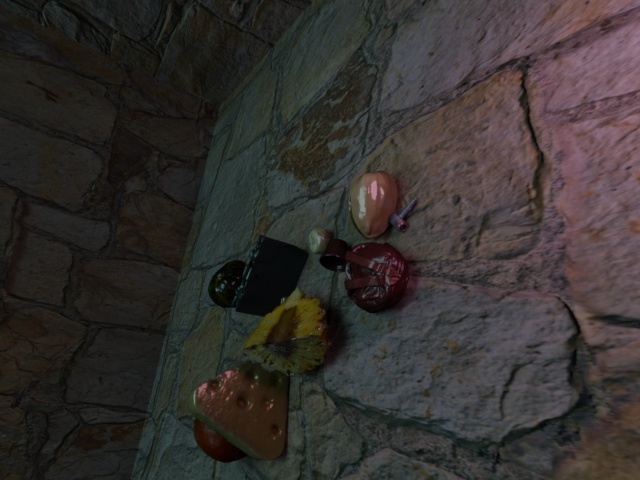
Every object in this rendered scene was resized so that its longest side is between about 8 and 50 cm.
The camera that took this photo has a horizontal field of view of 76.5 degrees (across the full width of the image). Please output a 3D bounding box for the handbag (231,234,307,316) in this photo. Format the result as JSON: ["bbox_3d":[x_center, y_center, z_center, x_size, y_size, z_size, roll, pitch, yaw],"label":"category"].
[{"bbox_3d":[-0.207,0.156,1.664,0.089,0.239,0.326,32,102,53],"label":"handbag"}]

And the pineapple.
[{"bbox_3d":[-0.064,0.326,1.463,0.344,0.209,0.286,-18,28,26],"label":"pineapple"}]

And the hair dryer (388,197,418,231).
[{"bbox_3d":[0.265,-0.085,1.251,0.114,0.037,0.063,-52,38,17],"label":"hair dryer"}]

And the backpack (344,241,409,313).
[{"bbox_3d":[0.167,0.105,1.198,0.229,0.139,0.229,-33,49,47],"label":"backpack"}]

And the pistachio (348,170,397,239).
[{"bbox_3d":[0.168,-0.117,1.323,0.157,0.157,0.229,0,80,57],"label":"pistachio"}]

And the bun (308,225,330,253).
[{"bbox_3d":[0.000,0.000,1.580,0.115,0.069,0.115,178,90,-69],"label":"bun"}]

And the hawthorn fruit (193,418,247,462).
[{"bbox_3d":[-0.369,0.721,1.601,0.284,0.284,0.284,-32,49,46],"label":"hawthorn fruit"}]

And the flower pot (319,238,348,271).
[{"bbox_3d":[0.058,0.047,1.450,0.111,0.111,0.089,-29,36,48],"label":"flower pot"}]

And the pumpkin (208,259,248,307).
[{"bbox_3d":[-0.443,0.231,2.056,0.260,0.189,0.260,-38,25,21],"label":"pumpkin"}]

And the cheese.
[{"bbox_3d":[-0.250,0.566,1.508,0.104,0.384,0.383,-39,43,52],"label":"cheese"}]
